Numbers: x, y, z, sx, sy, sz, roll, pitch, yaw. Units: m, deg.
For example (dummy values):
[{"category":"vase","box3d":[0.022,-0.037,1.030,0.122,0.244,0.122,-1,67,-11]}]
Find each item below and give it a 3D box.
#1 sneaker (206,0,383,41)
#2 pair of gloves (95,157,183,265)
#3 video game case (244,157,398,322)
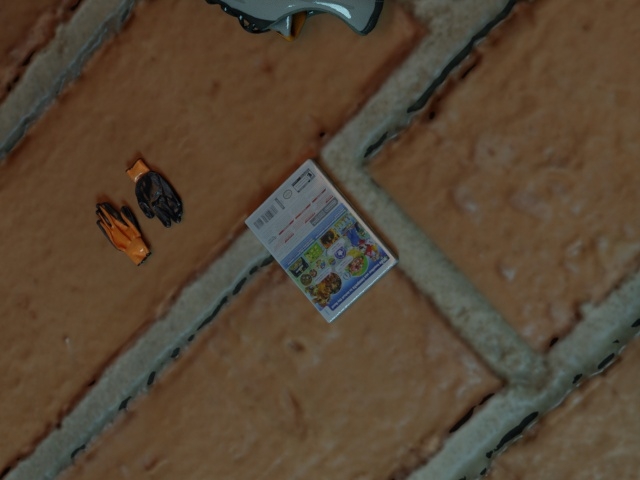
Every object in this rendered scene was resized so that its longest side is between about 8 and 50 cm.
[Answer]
[{"category":"sneaker","box3d":[-0.071,-0.228,1.173,0.272,0.100,0.108,6,102,20]},{"category":"pair of gloves","box3d":[-0.171,-0.026,1.274,0.083,0.010,0.074,-46,77,15]},{"category":"video game case","box3d":[0.000,0.000,1.210,0.087,0.011,0.122,-43,79,18]}]
